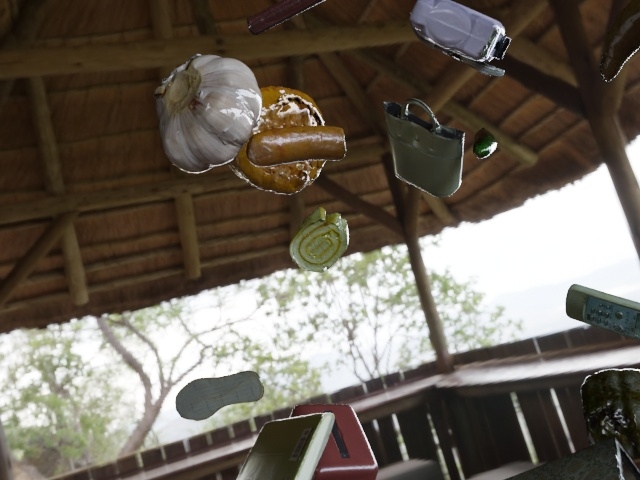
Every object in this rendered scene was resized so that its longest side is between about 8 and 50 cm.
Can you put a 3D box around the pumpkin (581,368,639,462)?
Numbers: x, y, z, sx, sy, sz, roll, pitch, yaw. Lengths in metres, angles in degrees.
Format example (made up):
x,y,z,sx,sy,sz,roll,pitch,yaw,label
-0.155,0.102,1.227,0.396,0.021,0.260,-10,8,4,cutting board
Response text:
x,y,z,sx,sy,sz,roll,pitch,yaw,label
0.869,0.500,1.972,0.226,0.303,0.256,-14,-52,23,pumpkin

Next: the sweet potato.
x,y,z,sx,sy,sz,roll,pitch,yaw,label
0.638,-0.430,1.331,0.124,0.098,0.310,-60,4,-19,sweet potato

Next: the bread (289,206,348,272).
x,y,z,sx,sy,sz,roll,pitch,yaw,label
0.000,0.000,1.625,0.156,0.117,0.064,-47,12,17,bread

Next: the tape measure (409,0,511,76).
x,y,z,sx,sy,sz,roll,pitch,yaw,label
0.278,-0.408,1.382,0.178,0.196,0.105,-10,-53,-54,tape measure

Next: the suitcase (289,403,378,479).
x,y,z,sx,sy,sz,roll,pitch,yaw,label
0.028,0.638,2.094,0.236,0.297,0.161,5,-62,-22,suitcase

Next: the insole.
x,y,z,sx,sy,sz,roll,pitch,yaw,label
-0.289,0.428,1.927,0.348,0.119,0.009,-21,-3,34,insole

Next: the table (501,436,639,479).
x,y,z,sx,sy,sz,roll,pitch,yaw,label
0.566,0.652,1.513,0.335,0.272,0.222,-33,9,27,table

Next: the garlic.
x,y,z,sx,sy,sz,roll,pitch,yaw,label
-0.284,-0.325,1.789,0.241,0.321,0.322,1,-19,-41,garlic

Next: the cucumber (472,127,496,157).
x,y,z,sx,sy,sz,roll,pitch,yaw,label
0.397,-0.237,1.685,0.056,0.056,0.284,-20,11,19,cucumber

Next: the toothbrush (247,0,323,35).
x,y,z,sx,sy,sz,roll,pitch,yaw,label
0.014,-0.520,1.438,0.364,0.040,0.041,-25,-11,6,toothbrush

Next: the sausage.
x,y,z,sx,sy,sz,roll,pitch,yaw,label
-0.067,-0.255,1.859,0.271,0.108,0.109,-8,-12,-18,sausage

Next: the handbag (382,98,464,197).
x,y,z,sx,sy,sz,roll,pitch,yaw,label
0.273,-0.264,1.807,0.109,0.241,0.315,-47,-31,-24,handbag

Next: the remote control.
x,y,z,sx,sy,sz,roll,pitch,yaw,label
0.700,0.175,1.657,0.234,0.098,0.038,18,40,35,remote control

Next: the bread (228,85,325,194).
x,y,z,sx,sy,sz,roll,pitch,yaw,label
-0.150,-0.329,2.281,0.358,0.336,0.204,11,4,-40,bread

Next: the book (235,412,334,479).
x,y,z,sx,sy,sz,roll,pitch,yaw,label
-0.086,0.393,1.116,0.035,0.239,0.352,30,-24,-9,book
